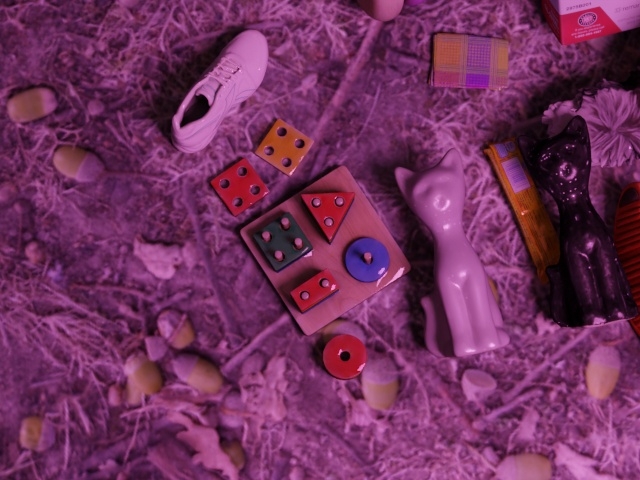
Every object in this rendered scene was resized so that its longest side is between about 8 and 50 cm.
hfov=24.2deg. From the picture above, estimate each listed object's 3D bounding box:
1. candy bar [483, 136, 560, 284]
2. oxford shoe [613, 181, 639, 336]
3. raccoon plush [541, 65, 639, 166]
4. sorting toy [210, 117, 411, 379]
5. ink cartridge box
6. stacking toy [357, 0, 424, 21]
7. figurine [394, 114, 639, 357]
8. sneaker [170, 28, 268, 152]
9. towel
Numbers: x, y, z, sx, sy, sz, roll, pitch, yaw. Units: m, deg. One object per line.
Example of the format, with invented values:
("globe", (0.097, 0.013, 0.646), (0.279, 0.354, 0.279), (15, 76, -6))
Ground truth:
("candy bar", (0.216, -0.035, 1.558), (0.040, 0.018, 0.161), (-22, 80, -6))
("oxford shoe", (0.371, 0.067, 1.510), (0.098, 0.097, 0.271), (-14, 87, -16))
("raccoon plush", (0.462, -0.233, 1.545), (0.446, 0.299, 0.216), (-13, 96, 31))
("sorting toy", (0.000, 0.000, 1.542), (0.132, 0.046, 0.274), (-32, 81, -4))
("ink cartridge box", (0.290, -0.300, 1.520), (0.127, 0.175, 0.072), (-14, 44, -1))
("stacking toy", (0.183, -0.347, 1.562), (0.330, 0.141, 0.141), (-22, 81, -7))
("figurine", (0.190, -0.003, 1.501), (0.214, 0.092, 0.209), (-13, 87, 4))
("sneaker", (-0.104, -0.160, 1.565), (0.053, 0.061, 0.152), (33, 81, 8))
("towel", (0.158, -0.190, 1.590), (0.083, 0.009, 0.060), (3, 80, 1))
